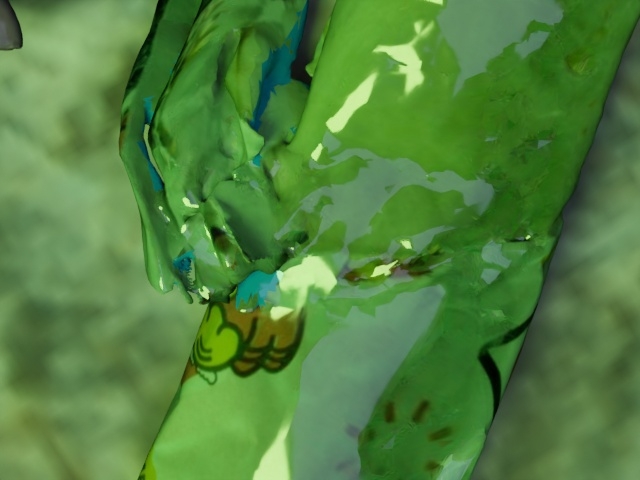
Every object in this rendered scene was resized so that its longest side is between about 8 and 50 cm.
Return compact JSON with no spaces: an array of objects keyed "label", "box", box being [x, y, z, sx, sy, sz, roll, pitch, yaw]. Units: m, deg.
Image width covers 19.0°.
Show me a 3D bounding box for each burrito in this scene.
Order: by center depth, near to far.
[{"label":"burrito","box":[0.000,0.000,0.426,0.104,0.054,0.288,19,98,-14]}]

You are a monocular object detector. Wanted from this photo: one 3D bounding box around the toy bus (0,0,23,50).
[{"label":"toy bus","box":[-0.105,-0.115,0.361,0.098,0.087,0.178,1,99,-19]}]
